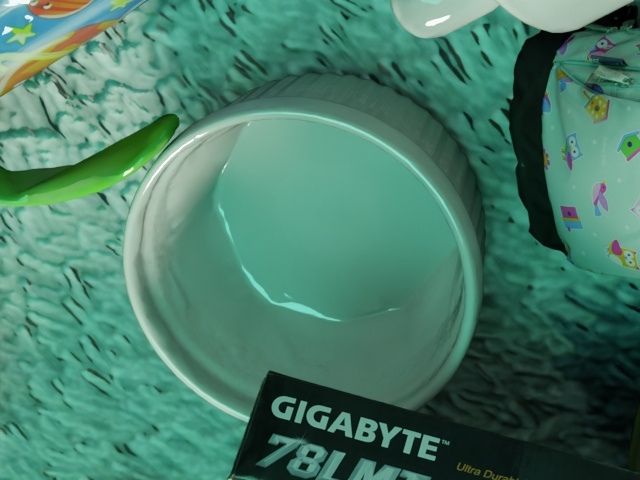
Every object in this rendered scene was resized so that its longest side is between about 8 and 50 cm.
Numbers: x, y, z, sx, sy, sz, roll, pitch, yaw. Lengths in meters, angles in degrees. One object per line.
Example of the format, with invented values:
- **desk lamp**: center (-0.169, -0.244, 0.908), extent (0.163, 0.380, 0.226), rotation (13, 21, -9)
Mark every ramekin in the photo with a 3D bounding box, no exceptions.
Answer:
- **ramekin**: center (0.000, 0.000, 0.972), extent (0.207, 0.109, 0.207), rotation (7, 118, 13)

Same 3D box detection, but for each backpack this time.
- **backpack**: center (0.189, -0.039, 0.865), extent (0.182, 0.115, 0.152), rotation (13, 128, 43)

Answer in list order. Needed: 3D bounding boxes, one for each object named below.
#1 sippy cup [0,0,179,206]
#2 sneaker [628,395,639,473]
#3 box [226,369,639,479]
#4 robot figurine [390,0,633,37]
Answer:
- **sippy cup**: center (-0.181, -0.184, 0.884), extent (0.224, 0.240, 0.305), rotation (-23, 144, 14)
- **sneaker**: center (0.296, 0.058, 0.869), extent (0.158, 0.182, 0.410), rotation (35, 121, -2)
- **box**: center (0.103, 0.194, 0.972), extent (0.293, 0.073, 0.295), rotation (14, 155, 9)
- **robot figurine**: center (0.157, -0.229, 0.760), extent (0.353, 0.200, 0.300), rotation (-25, 143, 25)
